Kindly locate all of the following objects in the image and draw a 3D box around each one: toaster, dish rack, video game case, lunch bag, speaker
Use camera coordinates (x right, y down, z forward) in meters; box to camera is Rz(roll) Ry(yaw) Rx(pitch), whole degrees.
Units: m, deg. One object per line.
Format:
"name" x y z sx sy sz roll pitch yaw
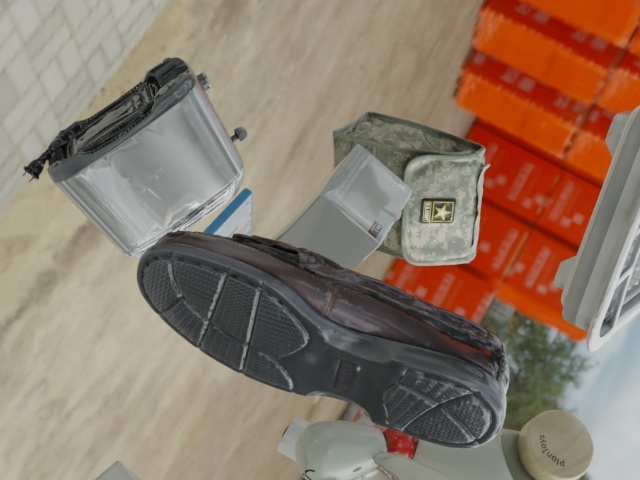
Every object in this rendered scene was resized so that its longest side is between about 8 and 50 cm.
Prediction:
"toaster" -0.193 -0.082 1.078 0.227 0.146 0.129 -35 -152 1
"dish rack" 0.363 -0.047 1.078 0.333 0.072 0.285 -19 128 -52
"video game case" -0.140 0.006 1.399 0.119 0.015 0.166 -49 167 -23
"lunch bag" 0.174 -0.092 1.874 0.169 0.287 0.235 -37 135 -49
"speaker" 0.011 0.289 1.308 0.055 0.136 0.055 -60 172 -14

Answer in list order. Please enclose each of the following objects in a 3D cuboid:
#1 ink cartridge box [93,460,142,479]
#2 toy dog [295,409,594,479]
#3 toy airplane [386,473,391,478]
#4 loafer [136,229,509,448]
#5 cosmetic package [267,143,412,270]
"ink cartridge box" -0.206 0.322 1.126 0.056 0.099 0.135 -40 153 -12
"toy dog" 0.147 0.291 1.118 0.220 0.334 0.161 75 11 -59
"toy airplane" 0.047 0.547 1.450 0.384 0.272 0.386 -62 -146 6
"loafer" 0.006 0.065 0.775 0.095 0.303 0.109 -64 177 -49
"cosmetic package" 0.000 0.000 1.261 0.238 0.107 0.127 -49 -175 42
